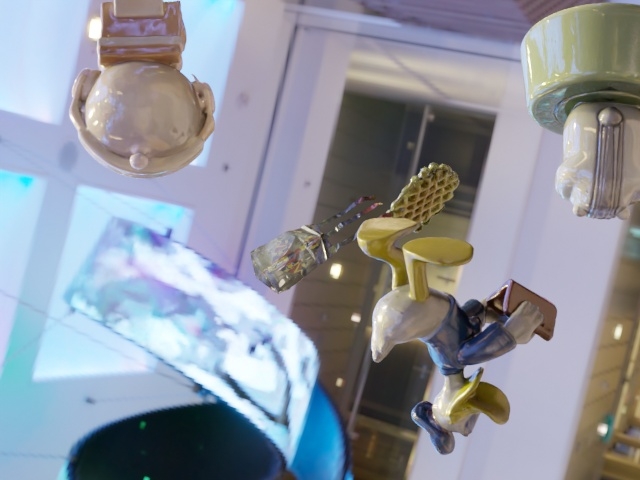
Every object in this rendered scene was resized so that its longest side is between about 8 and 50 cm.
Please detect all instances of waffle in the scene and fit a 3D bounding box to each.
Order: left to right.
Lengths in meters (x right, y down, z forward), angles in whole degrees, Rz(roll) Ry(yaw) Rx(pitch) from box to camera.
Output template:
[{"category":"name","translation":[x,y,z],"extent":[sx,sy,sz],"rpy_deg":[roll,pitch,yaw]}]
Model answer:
[{"category":"waffle","translation":[0.230,-0.093,2.333],"extent":[0.183,0.036,0.169],"rpy_deg":[-49,-33,12]}]

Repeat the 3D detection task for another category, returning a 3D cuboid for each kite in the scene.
[{"category":"kite","translation":[0.000,-0.001,1.715],"extent":[0.245,0.141,0.015],"rpy_deg":[-29,-50,-7]}]

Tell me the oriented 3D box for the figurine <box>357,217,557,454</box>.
[{"category":"figurine","translation":[0.195,0.144,1.500],"extent":[0.283,0.204,0.338],"rpy_deg":[-6,-71,-21]}]

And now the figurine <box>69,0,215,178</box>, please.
[{"category":"figurine","translation":[-0.203,-0.166,1.190],"extent":[0.141,0.162,0.237],"rpy_deg":[106,158,-59]}]

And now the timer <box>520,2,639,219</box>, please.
[{"category":"timer","translation":[0.469,-0.185,1.727],"extent":[0.291,0.290,0.315],"rpy_deg":[44,-130,-64]}]
